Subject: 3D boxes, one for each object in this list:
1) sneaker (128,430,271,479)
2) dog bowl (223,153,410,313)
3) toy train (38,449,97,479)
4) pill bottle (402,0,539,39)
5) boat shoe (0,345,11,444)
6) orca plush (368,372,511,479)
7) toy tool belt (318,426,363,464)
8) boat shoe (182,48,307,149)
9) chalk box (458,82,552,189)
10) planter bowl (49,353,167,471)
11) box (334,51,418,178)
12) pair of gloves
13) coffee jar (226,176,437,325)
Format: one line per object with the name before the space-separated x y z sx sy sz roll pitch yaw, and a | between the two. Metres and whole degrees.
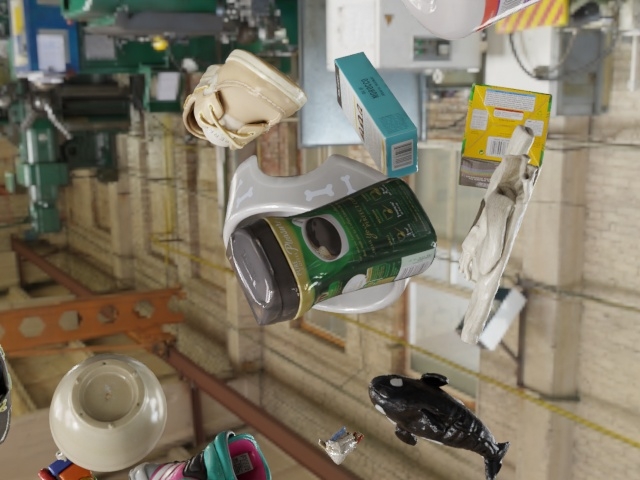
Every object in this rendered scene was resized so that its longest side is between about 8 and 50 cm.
sneaker | -0.164 0.336 1.143 0.178 0.124 0.295 -28 -172 -16
dog bowl | 0.000 0.000 1.345 0.349 0.349 0.102 4 -124 23
toy train | -0.428 0.441 1.487 0.105 0.143 0.248 -38 165 -24
pill bottle | 0.239 -0.362 0.900 0.323 0.181 0.181 -27 -164 -9
boat shoe | -0.534 0.239 1.305 0.081 0.227 0.069 -15 -153 -29
orca plush | 0.214 0.350 1.508 0.287 0.151 0.102 44 -167 -3
toy tool belt | 0.035 0.347 1.431 0.051 0.052 0.083 36 -146 18
boat shoe | -0.060 -0.093 0.586 0.063 0.059 0.170 35 174 -18
chalk box | 0.310 -0.162 1.403 0.132 0.132 0.213 10 170 9
planter bowl | -0.289 0.223 1.120 0.162 0.162 0.109 -4 155 -15
box | 0.095 -0.221 1.438 0.060 0.100 0.244 -17 -132 -9
pair of gloves | 0.191 -0.017 0.923 0.042 0.204 0.240 17 -155 5
coffee jar | 0.009 0.010 0.766 0.184 0.096 0.079 -17 156 -22
